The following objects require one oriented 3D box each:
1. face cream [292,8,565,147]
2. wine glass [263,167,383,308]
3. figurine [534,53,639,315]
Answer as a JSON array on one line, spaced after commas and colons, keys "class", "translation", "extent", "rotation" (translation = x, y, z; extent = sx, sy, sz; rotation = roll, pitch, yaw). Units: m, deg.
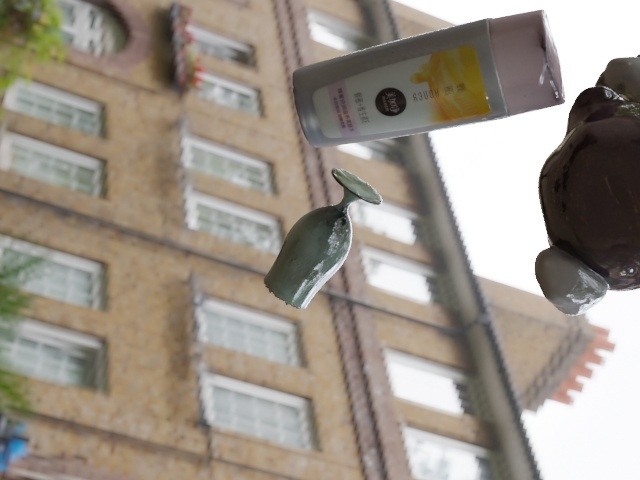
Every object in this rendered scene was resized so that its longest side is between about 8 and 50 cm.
[{"class": "face cream", "translation": [0.110, -0.162, 1.508], "extent": [0.073, 0.269, 0.107], "rotation": [-78, 153, -55]}, {"class": "wine glass", "translation": [0.000, 0.000, 2.148], "extent": [0.202, 0.093, 0.093], "rotation": [-58, -156, 17]}, {"class": "figurine", "translation": [0.345, -0.107, 1.644], "extent": [0.365, 0.206, 0.218], "rotation": [-79, 165, -46]}]
